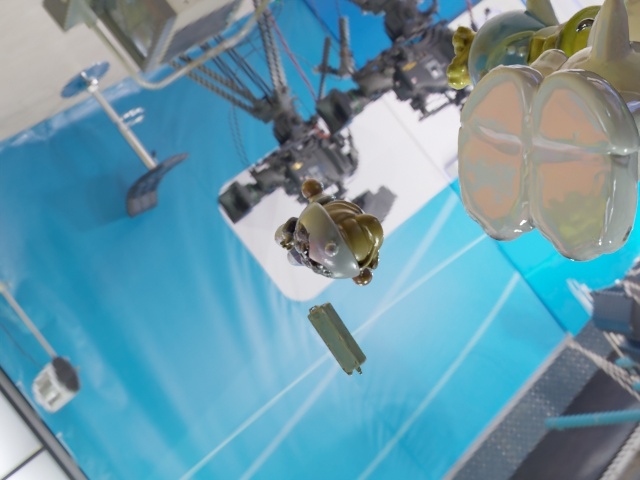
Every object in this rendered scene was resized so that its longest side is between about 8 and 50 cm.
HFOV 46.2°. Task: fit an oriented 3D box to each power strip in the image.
[{"bbox_3d":[0.018,0.099,0.754,0.027,0.083,0.017,-37,176,41],"label":"power strip"}]

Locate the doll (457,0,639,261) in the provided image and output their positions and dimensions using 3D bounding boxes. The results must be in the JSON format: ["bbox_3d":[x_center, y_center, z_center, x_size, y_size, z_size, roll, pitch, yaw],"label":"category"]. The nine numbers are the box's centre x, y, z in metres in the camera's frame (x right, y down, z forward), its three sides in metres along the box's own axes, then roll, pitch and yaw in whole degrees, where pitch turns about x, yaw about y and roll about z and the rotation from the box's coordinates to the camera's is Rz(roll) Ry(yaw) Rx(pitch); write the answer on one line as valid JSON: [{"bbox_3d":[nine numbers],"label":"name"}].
[{"bbox_3d":[0.208,-0.066,0.378,0.208,0.143,0.271,11,-149,30],"label":"doll"}]

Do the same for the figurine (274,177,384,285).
[{"bbox_3d":[-0.006,-0.009,1.273,0.133,0.193,0.274,-33,-149,-25],"label":"figurine"}]

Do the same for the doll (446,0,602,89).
[{"bbox_3d":[0.236,-0.194,0.791,0.135,0.099,0.241,-52,-153,-11],"label":"doll"}]
